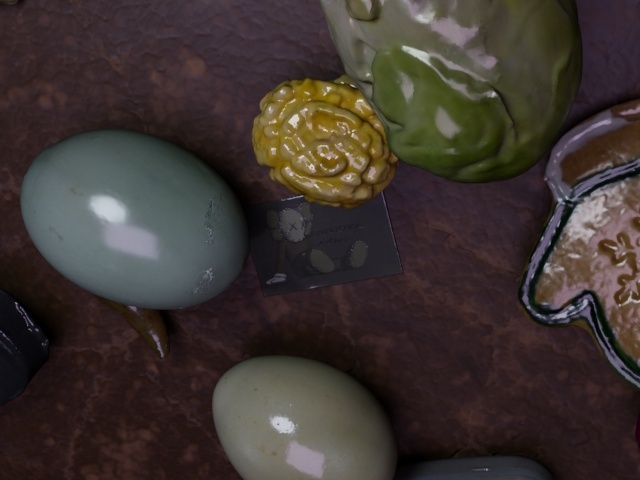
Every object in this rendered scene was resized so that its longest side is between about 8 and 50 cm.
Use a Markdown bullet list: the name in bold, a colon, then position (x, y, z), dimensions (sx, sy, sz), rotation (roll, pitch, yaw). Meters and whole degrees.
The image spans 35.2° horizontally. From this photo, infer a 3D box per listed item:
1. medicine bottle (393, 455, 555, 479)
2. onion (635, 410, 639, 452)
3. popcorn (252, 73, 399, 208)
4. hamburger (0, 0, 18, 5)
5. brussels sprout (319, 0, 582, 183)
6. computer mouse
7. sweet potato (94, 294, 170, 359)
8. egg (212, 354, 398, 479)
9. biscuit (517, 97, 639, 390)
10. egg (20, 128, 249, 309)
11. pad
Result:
- **medicine bottle**: position (0.214, 0.468, 1.354), dimensions (0.282, 0.123, 0.375), rotation (-8, 110, 12)
- **onion**: position (0.469, 0.230, 1.225), dimensions (0.173, 0.135, 0.198), rotation (-40, 139, 5)
- **popcorn**: position (0.007, -0.115, 1.152), dimensions (0.180, 0.170, 0.180), rotation (5, 150, 3)
- **hamburger**: position (-0.493, -0.377, 1.118), dimensions (0.330, 0.209, 0.162), rotation (38, 113, -7)
- **brussels sprout**: position (0.133, -0.212, 1.031), dimensions (0.243, 0.274, 0.316), rotation (-30, 99, 42)
- **computer mouse**: position (-0.486, 0.150, 1.389), dimensions (0.295, 0.087, 0.168), rotation (-31, 110, 33)
- **sweet potato**: position (-0.280, 0.040, 1.317), dimensions (0.067, 0.067, 0.274), rotation (-33, 98, 20)
- **egg**: position (-0.022, 0.245, 1.278), dimensions (0.254, 0.188, 0.188), rotation (30, 113, 6)
- **biscuit**: position (0.357, 0.019, 1.136), dimensions (0.287, 0.057, 0.343), rotation (-17, 88, 19)
- **egg**: position (-0.220, -0.025, 1.202), dimensions (0.283, 0.203, 0.203), rotation (23, 113, 6)
- **pad**: position (0.000, 0.000, 1.279), dimensions (0.190, 0.004, 0.127), rotation (-11, 108, 14)
